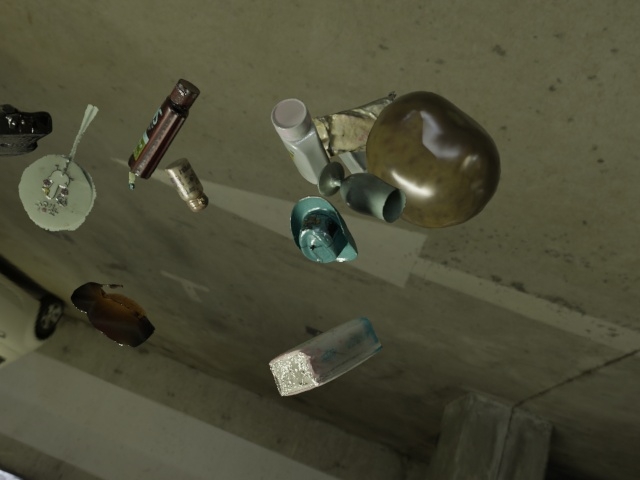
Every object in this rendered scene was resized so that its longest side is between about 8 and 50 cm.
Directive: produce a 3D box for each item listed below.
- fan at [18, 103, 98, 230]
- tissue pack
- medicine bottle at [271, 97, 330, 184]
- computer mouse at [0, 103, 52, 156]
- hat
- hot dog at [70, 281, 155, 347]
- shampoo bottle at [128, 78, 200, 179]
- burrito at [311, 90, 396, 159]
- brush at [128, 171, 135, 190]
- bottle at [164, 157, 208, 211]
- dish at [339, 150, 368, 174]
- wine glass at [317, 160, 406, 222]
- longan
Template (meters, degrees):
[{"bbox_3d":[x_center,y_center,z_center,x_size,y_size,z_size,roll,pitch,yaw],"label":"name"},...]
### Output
[{"bbox_3d":[-0.781,-0.225,1.641,0.233,0.415,0.012,23,-174,-6],"label":"fan"},{"bbox_3d":[0.015,0.329,1.530,0.201,0.271,0.124,-36,79,47],"label":"tissue pack"},{"bbox_3d":[-0.054,-0.297,1.609,0.161,0.111,0.296,54,177,24],"label":"medicine bottle"},{"bbox_3d":[-0.651,-0.232,1.098,0.147,0.088,0.264,-16,-172,-40],"label":"computer mouse"},{"bbox_3d":[0.000,0.000,1.139,0.138,0.078,0.191,-1,133,31],"label":"hat"},{"bbox_3d":[-0.775,0.269,2.058,0.326,0.194,0.107,47,-176,3],"label":"hot dog"},{"bbox_3d":[-0.484,-0.345,1.649,0.084,0.129,0.323,24,119,-33],"label":"shampoo bottle"},{"bbox_3d":[0.122,-0.397,1.913,0.107,0.347,0.175,-119,10,-67],"label":"burrito"},{"bbox_3d":[-0.510,-0.159,1.444,0.016,0.013,0.084,21,147,-9],"label":"brush"},{"bbox_3d":[-0.510,-0.212,2.090,0.110,0.097,0.209,-1,126,42],"label":"bottle"},{"bbox_3d":[0.151,-0.365,2.114,0.234,0.154,0.064,52,179,-12],"label":"dish"},{"bbox_3d":[0.092,-0.109,1.202,0.202,0.093,0.093,30,166,40],"label":"wine glass"},{"bbox_3d":[0.319,-0.225,1.538,0.404,0.336,0.405,33,144,29],"label":"longan"}]
